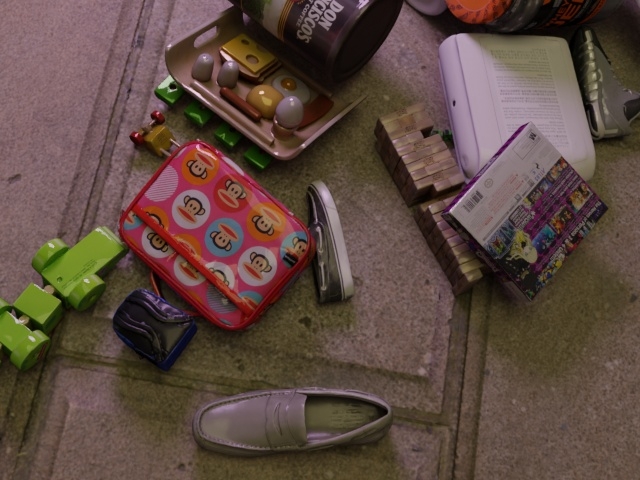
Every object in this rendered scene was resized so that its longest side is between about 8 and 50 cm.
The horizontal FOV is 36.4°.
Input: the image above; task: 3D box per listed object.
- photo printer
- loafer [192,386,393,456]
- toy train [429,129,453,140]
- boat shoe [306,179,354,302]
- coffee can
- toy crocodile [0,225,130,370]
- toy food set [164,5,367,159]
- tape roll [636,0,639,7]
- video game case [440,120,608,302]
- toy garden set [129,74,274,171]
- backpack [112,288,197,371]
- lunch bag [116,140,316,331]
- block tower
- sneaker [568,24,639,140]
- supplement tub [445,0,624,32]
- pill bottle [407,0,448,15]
[{"bbox_3d":[0.360,-0.224,1.777,0.256,0.107,0.307,-2,69,-17],"label":"photo printer"},{"bbox_3d":[-0.043,0.280,1.541,0.319,0.111,0.112,-4,69,-8],"label":"loafer"},{"bbox_3d":[0.238,-0.197,1.807,0.083,0.023,0.017,-2,69,-7],"label":"toy train"},{"bbox_3d":[0.000,0.000,1.674,0.070,0.078,0.219,-11,72,-12],"label":"boat shoe"},{"bbox_3d":[-0.020,-0.440,1.729,0.275,0.201,0.201,39,70,12],"label":"coffee can"},{"bbox_3d":[-0.450,0.107,1.576,0.115,0.105,0.340,37,65,9],"label":"toy crocodile"},{"bbox_3d":[-0.094,-0.292,1.729,0.306,0.092,0.220,38,48,8],"label":"toy food set"},{"bbox_3d":[0.763,-0.496,1.895,0.392,0.072,0.392,12,61,-23],"label":"tape roll"},{"bbox_3d":[0.348,-0.049,1.645,0.210,0.042,0.232,45,72,-8],"label":"video game case"},{"bbox_3d":[-0.199,-0.192,1.744,0.244,0.049,0.204,36,67,7],"label":"toy garden set"},{"bbox_3d":[-0.274,0.146,1.572,0.120,0.101,0.098,32,67,10],"label":"backpack"},{"bbox_3d":[-0.182,0.007,1.618,0.293,0.120,0.258,41,89,8],"label":"lunch bag"},{"bbox_3d":[0.210,-0.075,1.721,0.097,0.091,0.335,-21,74,-13],"label":"block tower"},{"bbox_3d":[0.553,-0.300,1.861,0.132,0.086,0.228,-1,79,-12],"label":"sneaker"},{"bbox_3d":[0.398,-0.493,1.793,0.338,0.207,0.207,-14,70,-33],"label":"supplement tub"},{"bbox_3d":[0.264,-0.553,1.890,0.131,0.131,0.229,43,70,10],"label":"pill bottle"}]
